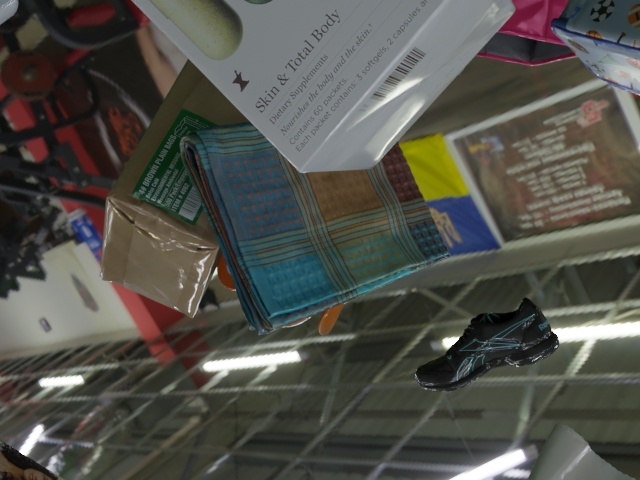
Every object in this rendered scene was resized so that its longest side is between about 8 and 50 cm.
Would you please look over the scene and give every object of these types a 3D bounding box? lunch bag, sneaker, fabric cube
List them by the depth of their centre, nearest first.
[{"bbox_3d":[0.512,-0.276,1.126,0.115,0.243,0.303,-55,-138,8],"label":"lunch bag"},{"bbox_3d":[0.283,0.186,1.346,0.267,0.106,0.101,-25,-172,21],"label":"sneaker"},{"bbox_3d":[0.419,-0.529,1.583,0.259,0.258,0.254,6,-175,-16],"label":"fabric cube"}]

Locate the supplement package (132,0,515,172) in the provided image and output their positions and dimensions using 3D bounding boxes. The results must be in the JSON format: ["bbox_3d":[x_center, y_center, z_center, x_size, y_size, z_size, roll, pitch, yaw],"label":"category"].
[{"bbox_3d":[-0.010,-0.218,0.631,0.199,0.263,0.198,-47,169,18],"label":"supplement package"}]

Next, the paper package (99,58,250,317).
[{"bbox_3d":[-0.195,-0.090,1.172,0.309,0.168,0.325,122,-9,-60],"label":"paper package"}]

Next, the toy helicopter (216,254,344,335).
[{"bbox_3d":[0.000,0.000,1.296,0.355,0.235,0.140,-56,150,13],"label":"toy helicopter"}]

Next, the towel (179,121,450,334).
[{"bbox_3d":[0.009,-0.051,1.030,0.370,0.272,0.040,-17,170,-41],"label":"towel"}]

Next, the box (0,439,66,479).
[{"bbox_3d":[-0.306,0.323,0.864,0.058,0.232,0.087,-38,-146,5],"label":"box"}]

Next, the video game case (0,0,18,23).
[{"bbox_3d":[-0.276,-0.134,0.350,0.173,0.190,0.022,-48,-168,-23],"label":"video game case"}]

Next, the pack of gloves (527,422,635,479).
[{"bbox_3d":[0.222,0.272,0.561,0.232,0.195,0.046,-46,166,-36],"label":"pack of gloves"}]
